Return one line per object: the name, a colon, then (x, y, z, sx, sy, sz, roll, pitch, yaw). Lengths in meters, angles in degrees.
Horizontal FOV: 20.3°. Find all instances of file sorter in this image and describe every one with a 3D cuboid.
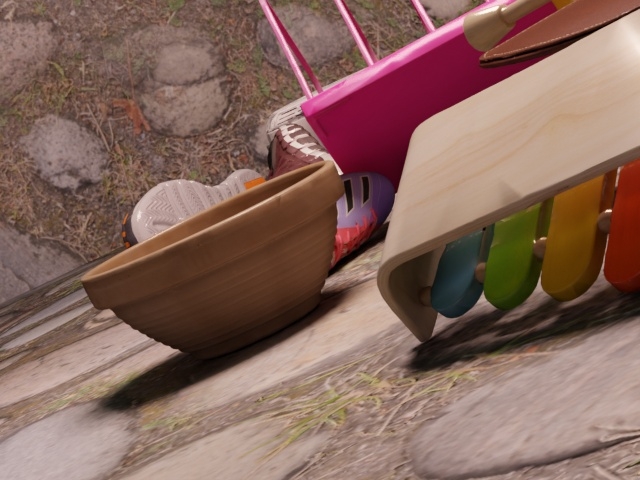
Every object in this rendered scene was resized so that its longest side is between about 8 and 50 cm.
file sorter: (0.112, -0.211, 1.806, 0.291, 0.182, 0.202, -28, -31, 6)

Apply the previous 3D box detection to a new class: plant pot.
plant pot: (-0.074, 0.029, 1.521, 0.237, 0.110, 0.237, -25, 5, 2)

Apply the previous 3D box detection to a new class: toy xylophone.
toy xylophone: (0.158, -0.068, 1.080, 0.323, 0.081, 0.236, -18, 44, 49)

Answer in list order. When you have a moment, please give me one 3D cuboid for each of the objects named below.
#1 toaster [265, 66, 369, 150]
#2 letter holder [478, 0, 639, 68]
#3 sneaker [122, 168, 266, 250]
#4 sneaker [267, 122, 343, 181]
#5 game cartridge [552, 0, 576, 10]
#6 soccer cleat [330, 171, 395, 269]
toaster: (0.041, -0.125, 2.202, 0.227, 0.146, 0.129, -21, 8, 30)
letter holder: (0.267, -0.125, 1.294, 0.214, 0.152, 0.302, -28, 7, -13)
sneaker: (-0.189, 0.005, 2.250, 0.180, 0.124, 0.321, -27, -6, 26)
sneaker: (-0.059, -0.045, 2.034, 0.162, 0.106, 0.281, -31, 16, -8)
game cartridge: (0.278, -0.258, 1.495, 0.052, 0.285, 0.324, -51, 30, -21)
soccer cleat: (0.000, 0.000, 1.713, 0.095, 0.083, 0.248, 23, 32, 38)
